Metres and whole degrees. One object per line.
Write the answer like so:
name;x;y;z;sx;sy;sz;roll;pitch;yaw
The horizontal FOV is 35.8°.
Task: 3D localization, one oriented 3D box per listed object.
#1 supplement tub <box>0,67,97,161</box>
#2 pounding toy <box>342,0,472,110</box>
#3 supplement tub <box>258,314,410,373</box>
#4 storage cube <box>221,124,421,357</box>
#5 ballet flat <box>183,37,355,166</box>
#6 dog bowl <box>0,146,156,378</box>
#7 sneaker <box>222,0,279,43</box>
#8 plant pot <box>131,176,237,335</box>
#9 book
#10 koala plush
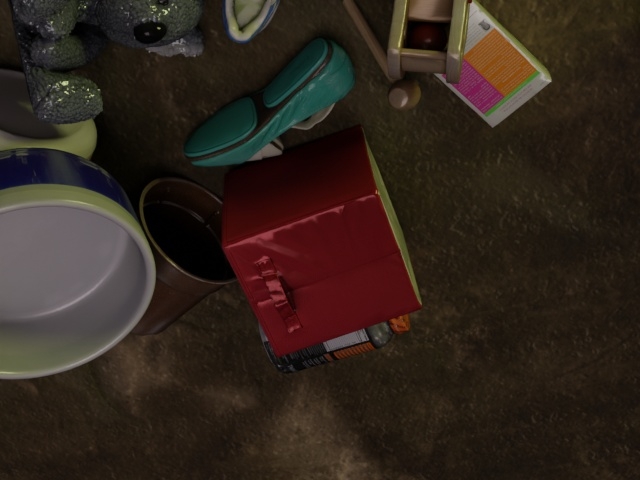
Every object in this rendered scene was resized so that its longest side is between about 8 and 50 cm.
supplement tub;-0.400;-0.055;1.218;0.191;0.191;0.272;20;121;-12
pounding toy;0.088;-0.259;1.087;0.155;0.154;0.269;6;116;10
supplement tub;0.020;0.105;1.358;0.191;0.117;0.117;-17;121;11
storage cube;0.000;0.000;1.238;0.193;0.215;0.183;-20;120;6
ballet flat;-0.056;-0.148;1.220;0.247;0.083;0.087;-33;131;23
dog bowl;-0.328;0.029;1.118;0.265;0.104;0.264;-15;134;-16
sneaker;-0.059;-0.316;1.108;0.080;0.081;0.211;14;121;-6
plant pot;-0.206;0.030;1.299;0.167;0.167;0.165;34;126;-19
book;0.194;-0.215;1.198;0.144;0.035;0.096;39;117;-20
koala plush;-0.233;-0.267;1.110;0.221;0.203;0.196;-13;134;-16
